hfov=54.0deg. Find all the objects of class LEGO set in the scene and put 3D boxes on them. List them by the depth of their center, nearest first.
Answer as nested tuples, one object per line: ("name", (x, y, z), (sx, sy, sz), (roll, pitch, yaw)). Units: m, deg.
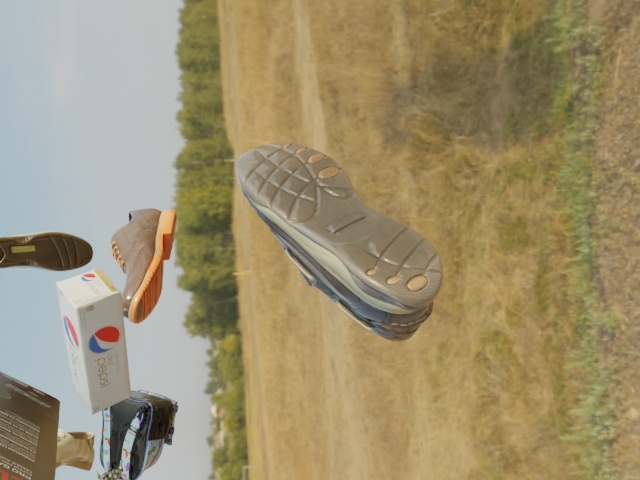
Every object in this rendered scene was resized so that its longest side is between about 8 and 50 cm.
("LEGO set", (-0.392, 0.443, 1.157), (0.083, 0.054, 0.023), (-63, 32, 17))

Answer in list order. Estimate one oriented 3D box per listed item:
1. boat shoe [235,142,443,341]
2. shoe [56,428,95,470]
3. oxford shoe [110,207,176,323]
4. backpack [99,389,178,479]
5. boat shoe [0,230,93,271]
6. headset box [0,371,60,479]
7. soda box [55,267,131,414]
("boat shoe", (0.000, 0.000, 0.791), (0.355, 0.132, 0.130), (46, 146, 38))
("shoe", (-0.404, 0.309, 0.954), (0.219, 0.076, 0.058), (77, -147, -67))
("oxford shoe", (-0.425, 0.052, 1.452), (0.364, 0.132, 0.130), (-93, 15, -55))
("backpack", (-0.398, 0.423, 1.360), (0.116, 0.158, 0.174), (15, -100, -59))
("boat shoe", (-0.490, 0.018, 1.068), (0.072, 0.189, 0.068), (-5, 82, 50))
("headset box", (-0.275, 0.124, 0.357), (0.110, 0.218, 0.293), (-61, 18, -11))
("soda box", (-0.338, 0.154, 0.946), (0.074, 0.069, 0.216), (35, 133, 37))
